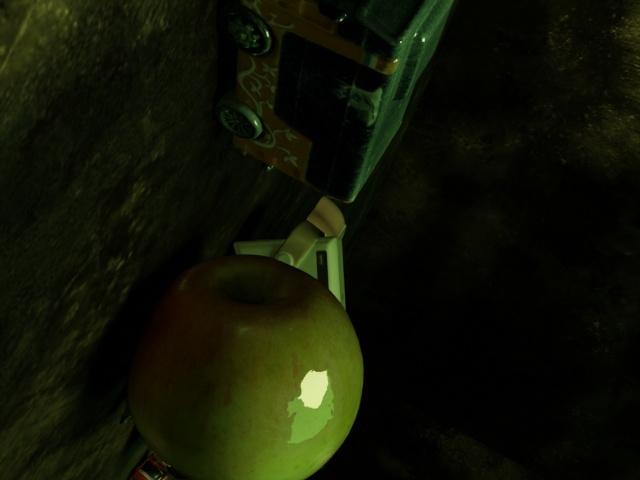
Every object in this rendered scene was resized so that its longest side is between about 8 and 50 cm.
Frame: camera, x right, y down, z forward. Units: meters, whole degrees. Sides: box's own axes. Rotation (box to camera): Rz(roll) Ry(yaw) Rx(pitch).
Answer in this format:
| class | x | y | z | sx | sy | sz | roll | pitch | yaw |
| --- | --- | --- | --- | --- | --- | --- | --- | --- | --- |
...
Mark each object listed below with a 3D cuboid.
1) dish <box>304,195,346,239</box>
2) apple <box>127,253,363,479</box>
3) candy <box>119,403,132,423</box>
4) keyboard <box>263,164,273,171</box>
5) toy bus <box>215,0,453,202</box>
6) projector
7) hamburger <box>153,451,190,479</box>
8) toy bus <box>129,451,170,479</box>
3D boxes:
| class | x | y | z | sx | sy | sz | roll | pitch | yaw |
| --- | --- | --- | --- | --- | --- | --- | --- | --- | --- |
| dish | 0.000 | 0.000 | 2.088 | 0.213 | 0.090 | 0.213 | -61 | 173 | -12 |
| apple | -0.095 | 0.165 | 1.096 | 0.277 | 0.319 | 0.319 | -69 | 171 | 28 |
| candy | -0.251 | 0.227 | 1.284 | 0.226 | 0.051 | 0.094 | -36 | 143 | -80 |
| keyboard | -0.038 | -0.200 | 1.276 | 0.204 | 0.013 | 0.061 | -64 | 174 | 23 |
| toy bus | 0.011 | -0.196 | 0.869 | 0.162 | 0.194 | 0.323 | -57 | 173 | -26 |
| projector | -0.049 | 0.087 | 1.413 | 0.163 | 0.177 | 0.242 | 14 | 73 | -85 |
| hamburger | -0.187 | 0.302 | 1.417 | 0.262 | 0.138 | 0.243 | -29 | -155 | 27 |
| toy bus | -0.349 | 0.513 | 1.629 | 0.096 | 0.074 | 0.234 | -40 | 160 | -55 |
